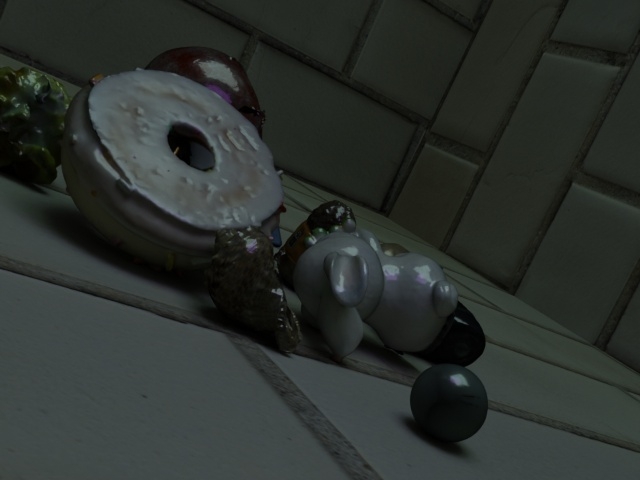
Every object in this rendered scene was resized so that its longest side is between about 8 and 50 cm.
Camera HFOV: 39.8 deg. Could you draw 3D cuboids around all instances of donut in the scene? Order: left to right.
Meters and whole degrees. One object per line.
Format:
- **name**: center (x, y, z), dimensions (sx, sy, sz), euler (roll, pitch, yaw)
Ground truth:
- **donut**: center (-0.236, -0.106, 1.409), dimensions (0.382, 0.142, 0.383), euler (24, 41, -22)

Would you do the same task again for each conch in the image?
- **conch**: center (-0.083, 0.066, 1.266), dimensions (0.207, 0.130, 0.155), euler (50, 31, 12)

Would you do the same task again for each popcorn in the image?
- **popcorn**: center (-0.501, -0.191, 1.510), dimensions (0.197, 0.198, 0.213), euler (20, 43, -39)

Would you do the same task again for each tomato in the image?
- **tomato**: center (-0.267, -0.268, 1.951), dimensions (0.282, 0.317, 0.316), euler (-20, 31, -24)

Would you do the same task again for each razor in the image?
- **razor**: center (0.185, 0.133, 1.754), dimensions (0.204, 0.114, 0.349), euler (21, 9, -19)

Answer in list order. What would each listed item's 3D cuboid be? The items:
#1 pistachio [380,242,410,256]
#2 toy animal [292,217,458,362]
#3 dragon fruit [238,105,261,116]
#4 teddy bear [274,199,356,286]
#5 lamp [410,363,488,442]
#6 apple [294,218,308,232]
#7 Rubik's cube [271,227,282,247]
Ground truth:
- **pistachio**: center (0.155, 0.072, 2.022), dimensions (0.143, 0.144, 0.215), euler (28, 2, 18)
- **toy animal**: center (0.075, 0.085, 1.447), dimensions (0.310, 0.183, 0.247), euler (19, 10, -39)
- **dragon fruit**: center (-0.281, -0.153, 1.666), dimensions (0.269, 0.250, 0.291), euler (19, 30, 4)
- **teddy bear**: center (-0.002, 0.010, 1.689), dimensions (0.140, 0.190, 0.177), euler (30, 10, -25)
- **lamp**: center (0.172, 0.217, 1.183), dimensions (0.105, 0.105, 0.105), euler (25, 7, -4)
- **apple**: center (-0.002, -0.001, 2.090), dimensions (0.126, 0.102, 0.126), euler (25, 7, -3)
- **Rubik's cube**: center (-0.175, -0.108, 1.996), dimensions (0.211, 0.178, 0.190), euler (28, 11, 22)
